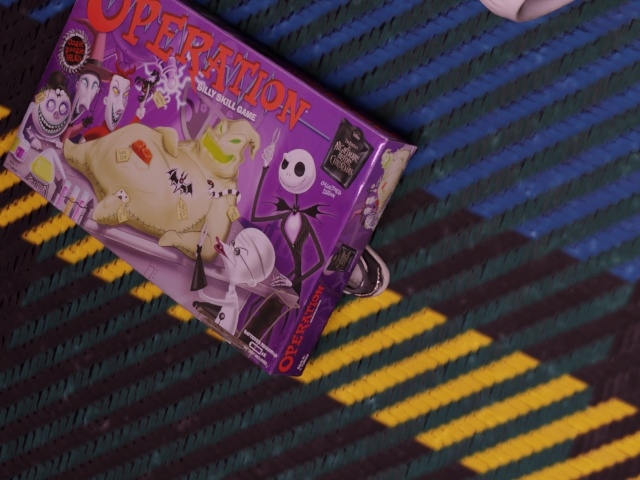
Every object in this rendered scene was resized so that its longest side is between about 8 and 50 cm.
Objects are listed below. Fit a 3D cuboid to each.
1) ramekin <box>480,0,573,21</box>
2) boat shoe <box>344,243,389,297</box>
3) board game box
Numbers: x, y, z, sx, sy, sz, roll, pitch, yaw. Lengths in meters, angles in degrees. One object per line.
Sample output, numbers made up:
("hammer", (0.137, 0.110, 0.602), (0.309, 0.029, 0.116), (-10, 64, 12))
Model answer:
("ramekin", (0.173, -0.242, 1.339), (0.207, 0.207, 0.109), (-37, 82, 24))
("boat shoe", (0.000, 0.000, 1.522), (0.125, 0.038, 0.046), (46, 110, 22))
("board game box", (-0.100, -0.067, 1.550), (0.347, 0.056, 0.208), (35, 102, 34))
